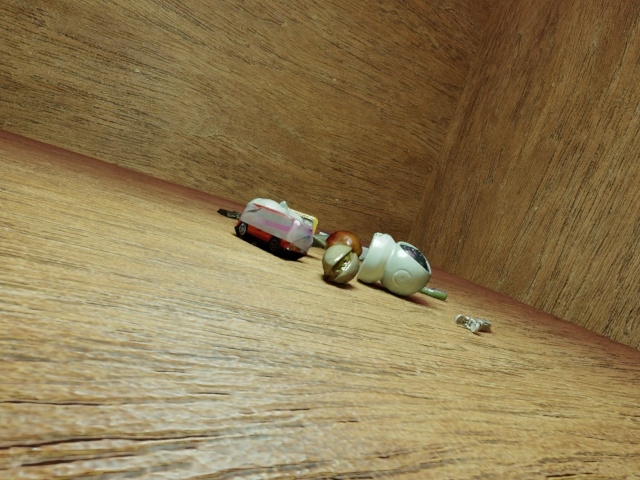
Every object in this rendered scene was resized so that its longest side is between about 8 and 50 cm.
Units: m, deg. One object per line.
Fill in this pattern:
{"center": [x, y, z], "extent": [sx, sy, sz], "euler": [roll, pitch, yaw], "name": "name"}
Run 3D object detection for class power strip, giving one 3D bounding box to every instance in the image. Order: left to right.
{"center": [-0.107, 0.005, 1.581], "extent": [0.213, 0.064, 0.198], "euler": [4, -19, 37], "name": "power strip"}

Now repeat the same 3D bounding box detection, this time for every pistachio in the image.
{"center": [0.057, 0.075, 1.244], "extent": [0.125, 0.124, 0.185], "euler": [20, 11, 9], "name": "pistachio"}

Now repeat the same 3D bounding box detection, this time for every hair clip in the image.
{"center": [0.500, 0.265, 1.264], "extent": [0.226, 0.034, 0.072], "euler": [17, 9, -45], "name": "hair clip"}

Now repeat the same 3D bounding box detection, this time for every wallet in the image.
{"center": [-0.415, -0.124, 2.118], "extent": [0.232, 0.031, 0.122], "euler": [14, 9, -42], "name": "wallet"}

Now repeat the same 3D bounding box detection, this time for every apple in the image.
{"center": [0.107, 0.031, 1.763], "extent": [0.156, 0.147, 0.158], "euler": [42, -8, -34], "name": "apple"}

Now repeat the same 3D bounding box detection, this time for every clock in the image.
{"center": [-0.124, -0.077, 2.042], "extent": [0.203, 0.143, 0.096], "euler": [18, -3, -3], "name": "clock"}

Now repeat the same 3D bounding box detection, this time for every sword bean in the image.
{"center": [0.395, 0.189, 1.695], "extent": [0.270, 0.038, 0.043], "euler": [19, 10, 17], "name": "sword bean"}

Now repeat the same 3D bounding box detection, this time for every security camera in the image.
{"center": [0.265, 0.095, 1.414], "extent": [0.237, 0.194, 0.194], "euler": [25, 6, 8], "name": "security camera"}

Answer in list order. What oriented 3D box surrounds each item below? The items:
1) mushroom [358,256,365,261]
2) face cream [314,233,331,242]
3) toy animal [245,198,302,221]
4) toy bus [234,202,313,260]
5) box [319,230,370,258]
{"center": [0.222, 0.098, 2.151], "extent": [0.049, 0.019, 0.101], "euler": [20, 4, 18], "name": "mushroom"}
{"center": [0.000, 0.000, 2.121], "extent": [0.342, 0.084, 0.137], "euler": [14, 10, 40], "name": "face cream"}
{"center": [-0.202, -0.094, 1.752], "extent": [0.249, 0.173, 0.289], "euler": [17, 4, -12], "name": "toy animal"}
{"center": [-0.167, -0.034, 1.438], "extent": [0.303, 0.147, 0.128], "euler": [24, 1, 38], "name": "toy bus"}
{"center": [0.151, 0.029, 2.377], "extent": [0.344, 0.065, 0.200], "euler": [19, 5, 0], "name": "box"}
